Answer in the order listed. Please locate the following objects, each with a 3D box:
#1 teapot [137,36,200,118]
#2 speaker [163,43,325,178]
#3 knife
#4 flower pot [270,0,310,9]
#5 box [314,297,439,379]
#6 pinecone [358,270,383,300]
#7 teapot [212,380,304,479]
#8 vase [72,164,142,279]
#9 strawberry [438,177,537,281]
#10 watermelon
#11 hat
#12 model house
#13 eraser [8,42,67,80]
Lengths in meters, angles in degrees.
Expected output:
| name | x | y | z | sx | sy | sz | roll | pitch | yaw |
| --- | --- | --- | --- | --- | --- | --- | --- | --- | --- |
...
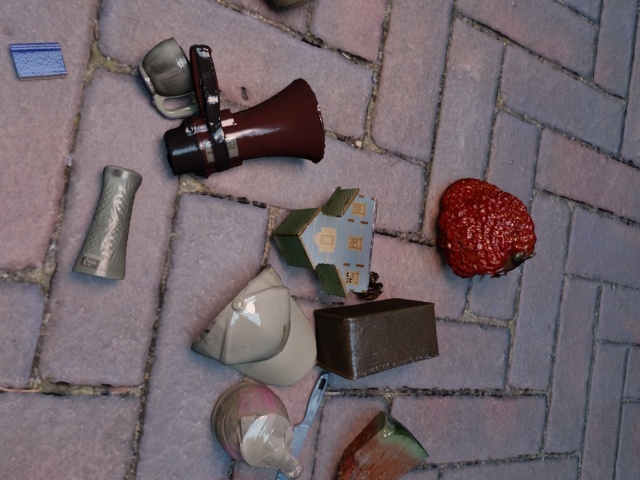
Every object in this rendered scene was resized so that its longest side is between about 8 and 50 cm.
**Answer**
| name | x | y | z | sx | sy | sz | roll | pitch | yaw |
| --- | --- | --- | --- | --- | --- | --- | --- | --- | --- |
| teapot | -0.321 | -0.340 | 0.971 | 0.108 | 0.149 | 0.111 | -27 | 65 | -9 |
| speaker | -0.160 | -0.253 | 0.970 | 0.330 | 0.259 | 0.198 | -14 | 64 | -22 |
| knife | -0.048 | 0.481 | 1.164 | 0.045 | 0.019 | 0.312 | 25 | 81 | -17 |
| flower pot | -0.066 | -0.616 | 1.034 | 0.235 | 0.236 | 0.140 | -46 | 133 | -18 |
| box | 0.136 | 0.234 | 1.157 | 0.274 | 0.184 | 0.143 | -5 | 90 | -27 |
| pinecone | 0.125 | 0.118 | 1.210 | 0.077 | 0.077 | 0.083 | -23 | 85 | -24 |
| teapot | -0.138 | 0.445 | 1.026 | 0.163 | 0.178 | 0.221 | -14 | 99 | -25 |
| vase | -0.419 | -0.037 | 0.923 | 0.096 | 0.096 | 0.219 | 14 | 82 | -26 |
| strawberry | 0.450 | -0.034 | 1.284 | 0.261 | 0.261 | 0.257 | -30 | 111 | -23 |
| watermelon | 0.131 | 0.581 | 1.207 | 0.256 | 0.140 | 0.193 | -45 | 115 | -8 |
| hat | -0.117 | 0.222 | 1.038 | 0.258 | 0.168 | 0.301 | -48 | 115 | -13 |
| model house | 0.000 | 0.000 | 1.081 | 0.207 | 0.178 | 0.270 | 6 | 91 | -33 |
| eraser | -0.540 | -0.345 | 0.886 | 0.085 | 0.027 | 0.063 | -15 | 97 | -25 |
